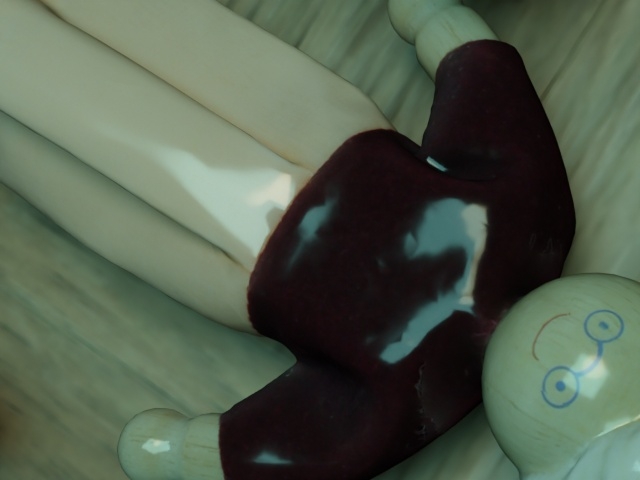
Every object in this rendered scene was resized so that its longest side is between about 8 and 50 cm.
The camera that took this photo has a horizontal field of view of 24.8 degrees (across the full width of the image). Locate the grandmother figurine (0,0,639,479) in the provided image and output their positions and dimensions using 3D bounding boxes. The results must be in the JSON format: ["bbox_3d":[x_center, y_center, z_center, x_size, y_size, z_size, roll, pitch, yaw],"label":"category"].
[{"bbox_3d":[0.000,0.000,0.499,0.342,0.104,0.208,30,95,28],"label":"grandmother figurine"}]
